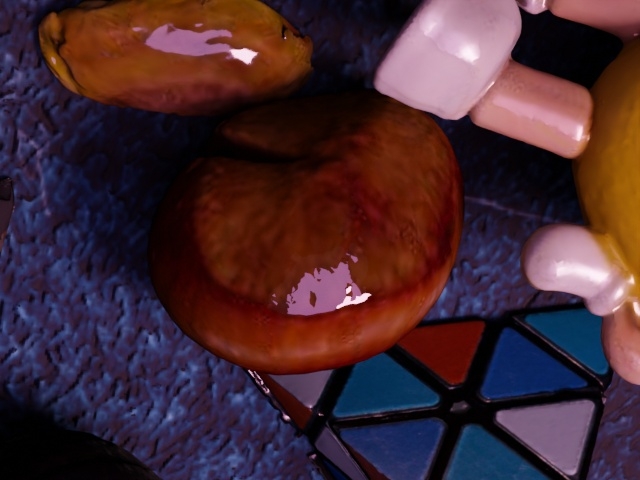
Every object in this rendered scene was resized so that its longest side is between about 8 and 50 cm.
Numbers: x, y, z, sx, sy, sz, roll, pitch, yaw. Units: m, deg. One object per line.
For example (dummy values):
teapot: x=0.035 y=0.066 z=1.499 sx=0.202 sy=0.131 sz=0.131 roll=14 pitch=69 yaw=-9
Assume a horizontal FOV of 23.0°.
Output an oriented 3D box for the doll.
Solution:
doll: x=0.240 y=-0.076 z=0.943 sx=0.423 sy=0.161 sz=0.348 roll=9 pitch=84 yaw=-6

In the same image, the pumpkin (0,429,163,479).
pumpkin: x=-0.173 y=0.225 z=0.980 sx=0.220 sy=0.220 sz=0.162 roll=-50 pitch=134 yaw=8

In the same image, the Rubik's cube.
Rubik's cube: x=0.113 y=0.179 z=1.109 sx=0.250 sy=0.284 sz=0.234 roll=-32 pitch=139 yaw=-34

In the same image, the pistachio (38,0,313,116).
pistachio: x=-0.085 y=-0.118 z=0.964 sx=0.173 sy=0.049 sz=0.089 roll=3 pitch=108 yaw=-13

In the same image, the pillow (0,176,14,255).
pillow: x=-0.244 y=0.030 z=0.984 sx=0.090 sy=0.048 sz=0.150 roll=11 pitch=104 yaw=-13

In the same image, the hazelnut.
hazelnut: x=0.000 y=0.000 z=0.967 sx=0.204 sy=0.178 sz=0.178 roll=-43 pitch=116 yaw=-28
